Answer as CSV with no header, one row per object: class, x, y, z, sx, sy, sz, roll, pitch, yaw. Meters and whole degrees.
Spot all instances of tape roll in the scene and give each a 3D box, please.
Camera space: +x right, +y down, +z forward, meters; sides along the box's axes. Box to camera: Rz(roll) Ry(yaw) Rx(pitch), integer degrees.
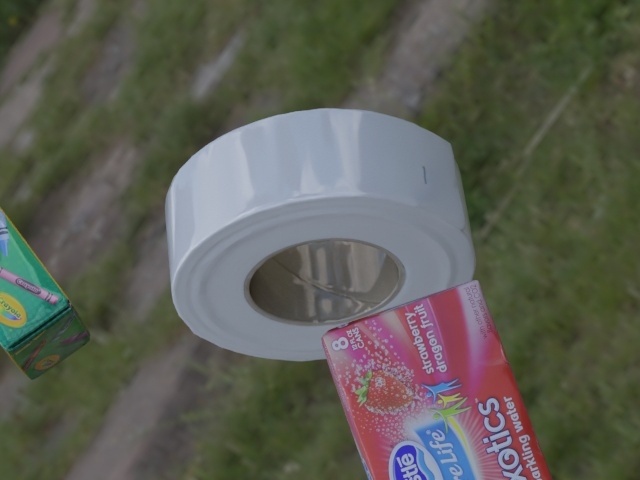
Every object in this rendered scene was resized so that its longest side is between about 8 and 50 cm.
tape roll,0.000,0.000,1.748,0.286,0.286,0.100,-41,43,40

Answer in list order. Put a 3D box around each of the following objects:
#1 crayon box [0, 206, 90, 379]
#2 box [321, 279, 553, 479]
crayon box,-0.349,-0.002,1.891,0.081,0.278,0.165,-36,-11,-8
box,0.101,0.171,1.423,0.128,0.257,0.122,-19,-6,-1
